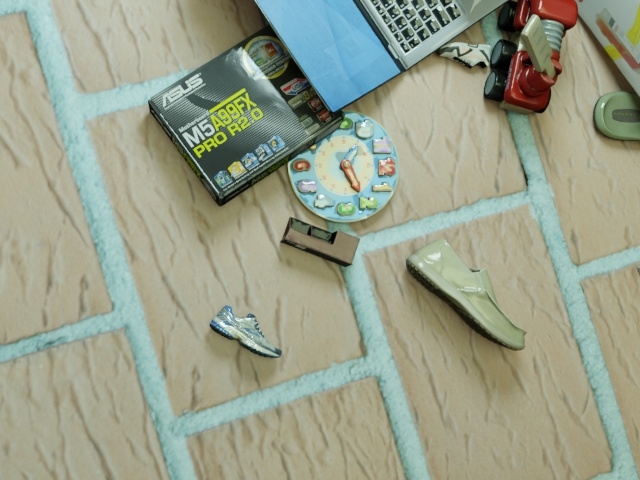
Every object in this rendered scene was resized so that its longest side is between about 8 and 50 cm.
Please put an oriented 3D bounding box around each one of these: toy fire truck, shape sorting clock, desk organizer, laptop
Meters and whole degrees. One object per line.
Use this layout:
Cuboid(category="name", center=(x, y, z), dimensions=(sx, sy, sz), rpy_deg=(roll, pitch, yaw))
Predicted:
Cuboid(category="toy fire truck", center=(0.390, -0.361, 1.636), dimensions=(0.158, 0.246, 0.217), rpy_deg=(15, 82, -12))
Cuboid(category="shape sorting clock", center=(0.043, -0.135, 1.643), dimensions=(0.206, 0.040, 0.206), rpy_deg=(1, 85, -13))
Cuboid(category="desk organizer", center=(0.000, 0.000, 1.620), dimensions=(0.130, 0.047, 0.050), rpy_deg=(21, 79, -11))
Cuboid(category="laptop", center=(0.089, -0.487, 1.573), dimensions=(0.408, 0.236, 0.382), rpy_deg=(-33, 94, 8))

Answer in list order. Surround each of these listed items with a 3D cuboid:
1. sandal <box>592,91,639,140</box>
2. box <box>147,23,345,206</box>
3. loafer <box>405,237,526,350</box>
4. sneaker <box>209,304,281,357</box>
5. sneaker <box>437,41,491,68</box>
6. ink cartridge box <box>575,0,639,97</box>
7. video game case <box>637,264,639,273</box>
Cuboid(category="sandal", center=(0.682, -0.244, 1.776), dimensions=(0.303, 0.086, 0.120), rpy_deg=(-6, 87, -13))
Cuboid(category="box", center=(-0.127, -0.221, 1.587), dimensions=(0.270, 0.060, 0.216), rpy_deg=(-34, 85, -13))
Cuboid(category="loafer", center=(0.278, 0.096, 1.647), dimensions=(0.268, 0.102, 0.092), rpy_deg=(41, 84, -6))
Cuboid(category="sneaker", center=(-0.121, 0.157, 1.577), dimensions=(0.135, 0.052, 0.058), rpy_deg=(31, 75, -9))
Cuboid(category="sneaker", center=(0.272, -0.347, 1.714), dimensions=(0.109, 0.040, 0.043), rpy_deg=(0, 87, -13))
Cuboid(category="ink cartridge box", center=(0.643, -0.406, 1.638), dimensions=(0.160, 0.279, 0.384), rpy_deg=(-26, 74, -13))
Cuboid(category="video game case", center=(0.752, 0.086, 1.797), dimensions=(0.212, 0.023, 0.193), rpy_deg=(-29, 92, -14))
